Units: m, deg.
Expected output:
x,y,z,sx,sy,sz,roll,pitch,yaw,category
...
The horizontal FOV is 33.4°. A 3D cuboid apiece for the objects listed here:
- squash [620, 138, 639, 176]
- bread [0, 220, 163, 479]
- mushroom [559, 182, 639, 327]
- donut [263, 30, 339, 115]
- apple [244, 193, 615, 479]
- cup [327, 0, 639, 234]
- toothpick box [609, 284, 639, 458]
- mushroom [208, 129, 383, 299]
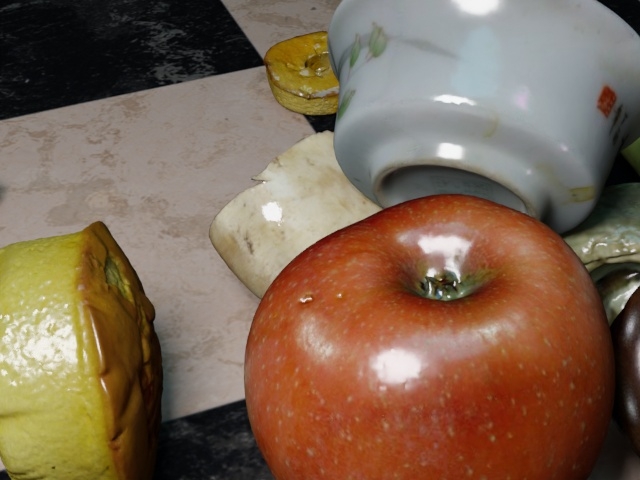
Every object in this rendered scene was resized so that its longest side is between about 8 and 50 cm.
x,y,z,sx,sy,sz,roll,pitch,yaw,category
0.460,-0.097,1.389,0.083,0.083,0.250,-12,42,-13,squash
-0.222,0.120,1.000,0.148,0.270,0.270,-10,39,-3,bread
0.352,0.018,1.179,0.267,0.164,0.189,9,41,12,mushroom
0.006,-0.246,1.602,0.178,0.065,0.162,-7,44,-9,donut
0.099,0.118,0.970,0.348,0.277,0.348,-2,39,1,apple
0.151,-0.103,1.074,0.347,0.347,0.163,12,66,16,cup
0.404,0.119,0.968,0.294,0.192,0.192,-7,29,40,toothpick box
0.000,0.000,1.223,0.253,0.195,0.189,-26,75,-47,mushroom
